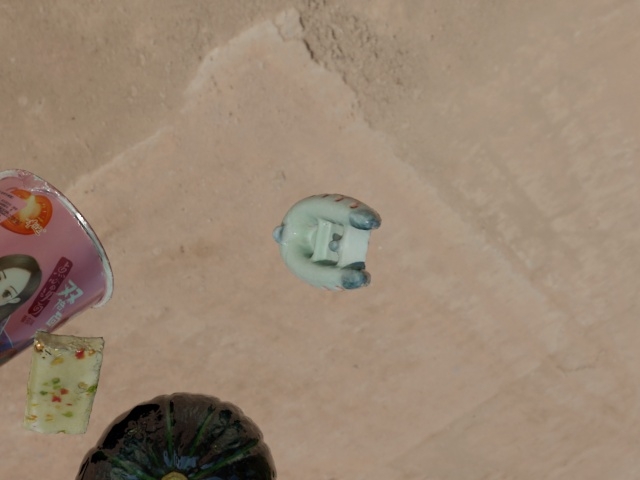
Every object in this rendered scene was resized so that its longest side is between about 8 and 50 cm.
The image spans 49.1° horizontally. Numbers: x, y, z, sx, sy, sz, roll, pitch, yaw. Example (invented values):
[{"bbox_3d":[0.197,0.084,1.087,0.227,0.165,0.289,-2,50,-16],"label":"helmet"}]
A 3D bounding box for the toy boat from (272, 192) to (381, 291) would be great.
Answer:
[{"bbox_3d":[0.000,0.000,0.966,0.079,0.208,0.134,5,97,-31],"label":"toy boat"}]

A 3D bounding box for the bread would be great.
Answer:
[{"bbox_3d":[-0.267,0.151,0.723,0.068,0.028,0.153,8,131,-21],"label":"bread"}]

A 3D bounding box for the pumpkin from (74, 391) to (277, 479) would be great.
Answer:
[{"bbox_3d":[-0.178,0.322,0.889,0.248,0.248,0.248,-18,144,-14],"label":"pumpkin"}]

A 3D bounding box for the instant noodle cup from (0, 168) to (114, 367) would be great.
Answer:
[{"bbox_3d":[-0.448,0.059,0.949,0.231,0.243,0.243,-46,161,-41],"label":"instant noodle cup"}]
